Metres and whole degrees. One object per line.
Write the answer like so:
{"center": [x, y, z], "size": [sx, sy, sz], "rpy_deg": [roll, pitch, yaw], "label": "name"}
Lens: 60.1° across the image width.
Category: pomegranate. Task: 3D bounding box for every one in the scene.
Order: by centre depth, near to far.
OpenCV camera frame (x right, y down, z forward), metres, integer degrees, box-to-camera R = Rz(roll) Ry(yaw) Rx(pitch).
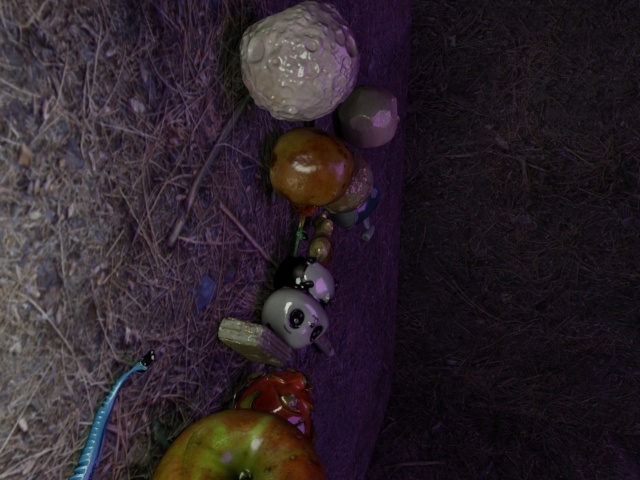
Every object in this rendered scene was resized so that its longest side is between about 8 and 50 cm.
{"center": [-0.029, -0.177, 1.403], "size": [0.215, 0.215, 0.215], "rpy_deg": [6, 90, -74], "label": "pomegranate"}

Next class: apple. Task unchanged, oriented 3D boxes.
{"center": [-0.149, 0.492, 1.019], "size": [0.339, 0.339, 0.339], "rpy_deg": [6, 90, -74], "label": "apple"}

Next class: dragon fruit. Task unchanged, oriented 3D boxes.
{"center": [-0.109, 0.423, 1.331], "size": [0.224, 0.224, 0.227], "rpy_deg": [9, 88, -74], "label": "dragon fruit"}

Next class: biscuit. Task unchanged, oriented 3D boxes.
{"center": [-0.149, 0.244, 1.306], "size": [0.239, 0.108, 0.062], "rpy_deg": [61, 41, -63], "label": "biscuit"}

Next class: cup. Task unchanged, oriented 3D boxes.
{"center": [0.106, -0.128, 1.956], "size": [0.299, 0.167, 0.173], "rpy_deg": [60, 41, -20], "label": "cup"}

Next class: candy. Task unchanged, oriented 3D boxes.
{"center": [-0.063, -0.019, 1.599], "size": [0.084, 0.078, 0.287], "rpy_deg": [-16, 119, -76], "label": "candy"}

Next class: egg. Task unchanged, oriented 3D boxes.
{"center": [0.063, -0.191, 1.708], "size": [0.245, 0.203, 0.203], "rpy_deg": [-90, 175, -53], "label": "egg"}

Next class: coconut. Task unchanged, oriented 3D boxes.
{"center": [0.165, -0.442, 1.939], "size": [0.234, 0.224, 0.224], "rpy_deg": [94, 11, -55], "label": "coconut"}

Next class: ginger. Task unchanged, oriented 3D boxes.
{"center": [0.000, 0.000, 1.621], "size": [0.333, 0.081, 0.148], "rpy_deg": [-85, 176, -62], "label": "ginger"}

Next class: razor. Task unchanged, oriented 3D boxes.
{"center": [-0.329, 0.284, 0.843], "size": [0.082, 0.042, 0.253], "rpy_deg": [-37, -152, 52], "label": "razor"}

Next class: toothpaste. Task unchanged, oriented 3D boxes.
{"center": [-0.005, 0.340, 1.934], "size": [0.056, 0.058, 0.314], "rpy_deg": [-35, 147, -5], "label": "toothpaste"}

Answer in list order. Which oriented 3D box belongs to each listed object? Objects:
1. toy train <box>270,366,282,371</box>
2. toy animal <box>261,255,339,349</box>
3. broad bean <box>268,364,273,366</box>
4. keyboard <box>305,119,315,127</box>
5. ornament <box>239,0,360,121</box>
{"center": [-0.132, 0.471, 1.550], "size": [0.051, 0.052, 0.234], "rpy_deg": [-27, 122, -65], "label": "toy train"}
{"center": [-0.060, 0.174, 1.473], "size": [0.187, 0.165, 0.235], "rpy_deg": [43, 48, -34], "label": "toy animal"}
{"center": [-0.110, 0.316, 1.589], "size": [0.227, 0.039, 0.069], "rpy_deg": [-19, 109, -71], "label": "broad bean"}
{"center": [-0.027, -0.392, 1.653], "size": [0.074, 0.015, 0.196], "rpy_deg": [17, 80, -77], "label": "keyboard"}
{"center": [-0.042, -0.372, 1.179], "size": [0.225, 0.259, 0.259], "rpy_deg": [67, 26, -17], "label": "ornament"}
